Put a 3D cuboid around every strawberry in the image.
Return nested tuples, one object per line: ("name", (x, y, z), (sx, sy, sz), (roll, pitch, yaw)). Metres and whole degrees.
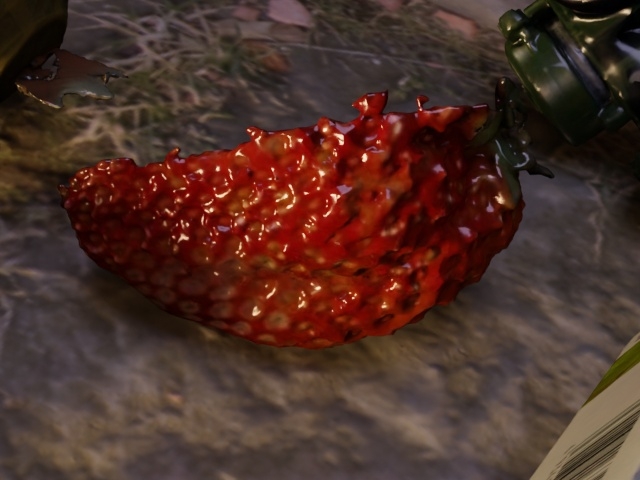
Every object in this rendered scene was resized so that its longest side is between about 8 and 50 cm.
("strawberry", (0.002, 0.001, 0.633), (0.236, 0.175, 0.107), (-15, 78, 18))

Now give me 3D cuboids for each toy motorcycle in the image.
("toy motorcycle", (0.243, -0.099, 0.742), (0.205, 0.127, 0.275), (-35, 66, 14))

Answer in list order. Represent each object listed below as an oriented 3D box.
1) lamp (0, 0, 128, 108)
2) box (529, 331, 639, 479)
("lamp", (-0.233, -0.152, 0.664), (0.284, 0.250, 0.250), (35, 46, -4))
("box", (0.180, 0.136, 0.452), (0.200, 0.106, 0.299), (47, 35, 7))
